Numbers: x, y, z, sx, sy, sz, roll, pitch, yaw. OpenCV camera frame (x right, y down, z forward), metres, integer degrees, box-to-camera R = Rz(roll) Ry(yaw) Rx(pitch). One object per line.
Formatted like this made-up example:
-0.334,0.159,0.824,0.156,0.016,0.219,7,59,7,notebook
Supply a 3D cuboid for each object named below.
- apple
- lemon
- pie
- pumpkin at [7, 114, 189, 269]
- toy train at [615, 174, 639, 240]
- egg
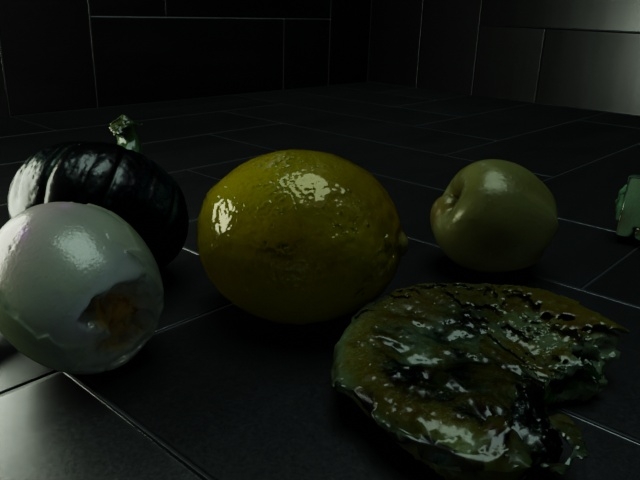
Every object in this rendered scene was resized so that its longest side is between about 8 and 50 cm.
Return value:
0.277,-0.038,1.038,0.200,0.200,0.200,2,20,-1,apple
-0.028,-0.004,0.843,0.263,0.236,0.236,-20,19,6,lemon
0.170,0.131,0.717,0.296,0.078,0.371,13,24,32,pie
-0.306,-0.068,0.940,0.248,0.248,0.248,2,20,-1,pumpkin
0.704,-0.037,1.157,0.326,0.129,0.159,14,17,31,toy train
-0.290,0.044,0.740,0.217,0.183,0.183,27,29,26,egg
